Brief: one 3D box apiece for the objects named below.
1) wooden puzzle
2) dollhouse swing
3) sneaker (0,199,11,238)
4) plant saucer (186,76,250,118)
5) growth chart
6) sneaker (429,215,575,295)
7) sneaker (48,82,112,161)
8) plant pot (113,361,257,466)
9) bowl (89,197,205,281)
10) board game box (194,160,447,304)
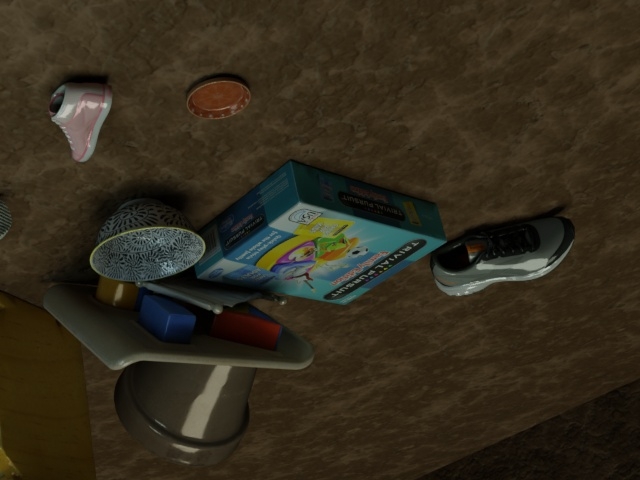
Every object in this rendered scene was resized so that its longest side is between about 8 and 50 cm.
[{"bbox_3d":[-0.226,0.117,1.694,0.348,0.080,0.322,3,-166,-36],"label":"wooden puzzle"},{"bbox_3d":[-0.566,0.325,1.800,0.305,0.346,0.315,-21,153,17],"label":"dollhouse swing"},{"bbox_3d":[-0.581,0.001,1.427,0.293,0.102,0.146,4,149,-32],"label":"sneaker"},{"bbox_3d":[-0.132,-0.186,1.367,0.084,0.013,0.083,-10,154,-5],"label":"plant saucer"},{"bbox_3d":[-0.179,0.079,1.719,0.172,0.021,0.237,18,-171,23],"label":"growth chart"},{"bbox_3d":[0.325,0.022,1.901,0.272,0.100,0.108,-20,147,14],"label":"sneaker"},{"bbox_3d":[-0.309,-0.150,1.316,0.070,0.051,0.134,3,146,-27],"label":"sneaker"},{"bbox_3d":[-0.223,0.248,1.957,0.263,0.263,0.229,6,131,-34],"label":"plant pot"},{"bbox_3d":[-0.261,-0.011,1.576,0.170,0.080,0.170,-10,154,-5],"label":"bowl"},{"bbox_3d":[0.000,0.000,1.722,0.336,0.079,0.254,13,143,-42],"label":"board game box"}]
